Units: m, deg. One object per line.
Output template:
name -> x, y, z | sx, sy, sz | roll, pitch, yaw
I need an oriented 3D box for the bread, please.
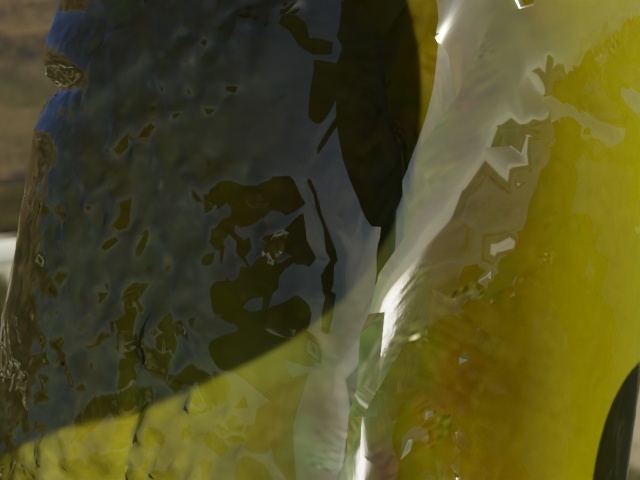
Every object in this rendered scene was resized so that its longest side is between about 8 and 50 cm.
bread -> 0.000, 0.000, 0.756 | 0.251, 0.376, 0.208 | 7, -10, 17
